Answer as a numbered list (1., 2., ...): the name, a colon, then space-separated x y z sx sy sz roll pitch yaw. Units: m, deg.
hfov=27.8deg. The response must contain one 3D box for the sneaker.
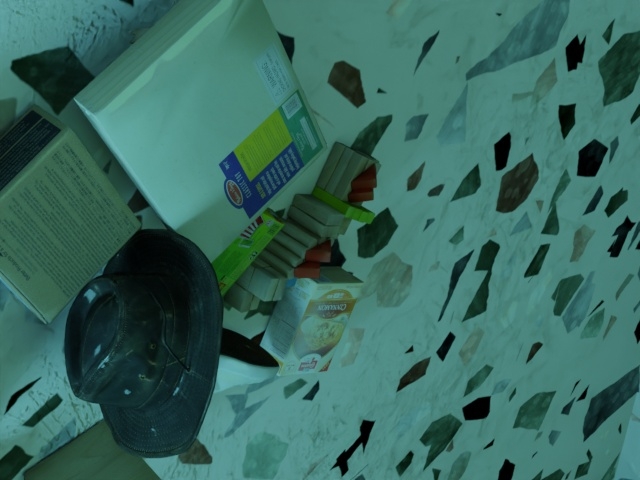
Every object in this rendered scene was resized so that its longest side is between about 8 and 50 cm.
1. sneaker: -0.196 0.213 2.119 0.290 0.106 0.123 12 116 -46

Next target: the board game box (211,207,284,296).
1. board game box: -0.150 0.016 2.015 0.181 0.043 0.092 -49 141 10

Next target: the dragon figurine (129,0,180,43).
1. dragon figurine: -0.197 -0.228 1.764 0.144 0.085 0.289 3 118 -55

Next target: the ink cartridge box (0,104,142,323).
1. ink cartridge box: -0.368 -0.032 1.706 0.193 0.088 0.234 -47 146 -14

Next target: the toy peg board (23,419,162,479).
1. toy peg board: -0.350 0.394 2.016 0.161 0.160 0.079 -33 155 -31

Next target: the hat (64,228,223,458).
1. hat: -0.273 0.145 1.788 0.134 0.331 0.331 1 116 -45

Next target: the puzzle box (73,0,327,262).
1. puzzle box: -0.147 -0.156 1.770 0.272 0.052 0.409 -45 149 -12

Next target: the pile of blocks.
1. pile of blocks: 0.000 0.000 2.170 0.362 0.112 0.149 -50 145 -11

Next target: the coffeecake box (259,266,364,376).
1. coffeecake box: -0.019 0.142 2.297 0.142 0.068 0.185 1 116 -53

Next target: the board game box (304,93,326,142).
1. board game box: -0.084 -0.131 2.029 0.201 0.035 0.136 -47 145 -16
